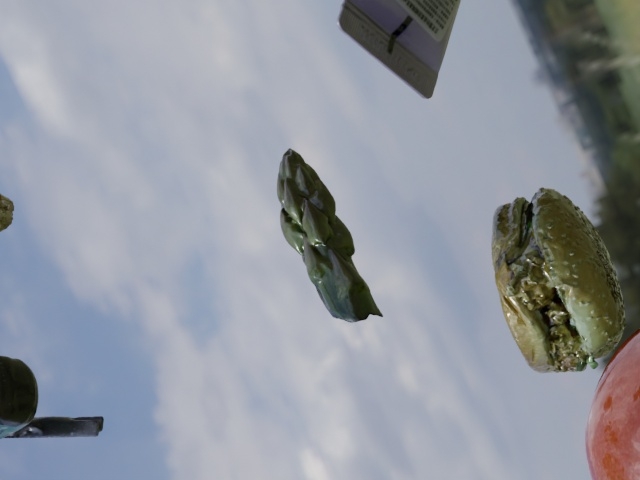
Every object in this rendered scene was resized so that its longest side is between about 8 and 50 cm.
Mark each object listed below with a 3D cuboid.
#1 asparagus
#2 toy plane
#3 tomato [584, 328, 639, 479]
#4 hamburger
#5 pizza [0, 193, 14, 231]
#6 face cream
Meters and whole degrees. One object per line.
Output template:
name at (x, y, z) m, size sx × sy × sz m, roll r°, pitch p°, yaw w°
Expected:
asparagus at (0.000, 0.000, 2.317) m, size 0.080 × 0.080 × 0.287 m, roll 52°, pitch -166°, yaw -57°
toy plane at (-0.418, 0.182, 1.901) m, size 0.155 × 0.382 × 0.106 m, roll 54°, pitch -156°, yaw -66°
tomato at (0.354, 0.178, 1.652) m, size 0.256 × 0.256 × 0.224 m, roll 66°, pitch -168°, yaw 0°
hamburger at (0.262, 0.037, 2.118) m, size 0.215 × 0.122 × 0.189 m, roll -84°, pitch -30°, yaw -57°
pizza at (-0.459, -0.065, 2.261) m, size 0.154 × 0.069 × 0.194 m, roll 28°, pitch -173°, yaw 17°
face cream at (0.096, -0.281, 1.746) m, size 0.154 × 0.096 × 0.274 m, roll 36°, pitch -115°, yaw -49°
